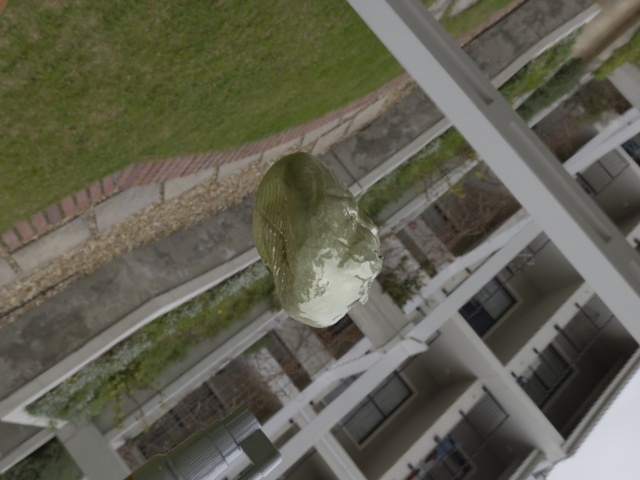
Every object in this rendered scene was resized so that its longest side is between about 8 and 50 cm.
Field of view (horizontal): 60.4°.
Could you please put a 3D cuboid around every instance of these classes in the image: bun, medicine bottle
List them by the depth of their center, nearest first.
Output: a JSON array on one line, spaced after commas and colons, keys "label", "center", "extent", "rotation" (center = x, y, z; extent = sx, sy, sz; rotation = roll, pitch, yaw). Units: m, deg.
[{"label": "medicine bottle", "center": [-0.145, 0.248, 0.522], "extent": [0.220, 0.092, 0.061], "rotation": [-35, 140, -21]}, {"label": "bun", "center": [0.000, 0.000, 0.710], "extent": [0.145, 0.229, 0.229], "rotation": [-2, 160, -19]}]

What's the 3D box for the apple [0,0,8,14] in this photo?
[{"label": "apple", "center": [-0.540, -0.363, 0.714], "extent": [0.261, 0.261, 0.194], "rotation": [-36, 144, -24]}]
